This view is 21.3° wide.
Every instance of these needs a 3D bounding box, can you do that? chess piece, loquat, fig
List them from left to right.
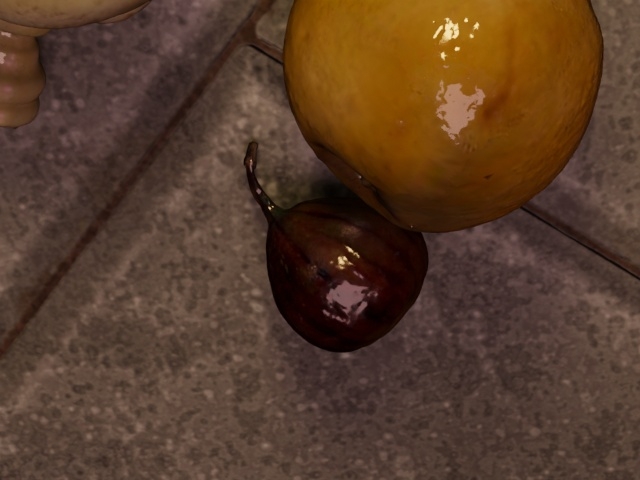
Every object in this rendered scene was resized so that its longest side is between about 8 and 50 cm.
[{"bbox_3d":[-0.265,-0.192,1.465,0.094,0.094,0.170,18,114,-13],"label":"chess piece"},{"bbox_3d":[0.010,0.025,1.573,0.202,0.149,0.148,20,104,-25],"label":"fig"},{"bbox_3d":[0.104,-0.150,1.404,0.275,0.275,0.274,-1,125,-1],"label":"loquat"}]

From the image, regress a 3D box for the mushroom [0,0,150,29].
[{"bbox_3d":[-0.194,-0.265,1.325,0.260,0.254,0.234,-39,152,-22],"label":"mushroom"}]
